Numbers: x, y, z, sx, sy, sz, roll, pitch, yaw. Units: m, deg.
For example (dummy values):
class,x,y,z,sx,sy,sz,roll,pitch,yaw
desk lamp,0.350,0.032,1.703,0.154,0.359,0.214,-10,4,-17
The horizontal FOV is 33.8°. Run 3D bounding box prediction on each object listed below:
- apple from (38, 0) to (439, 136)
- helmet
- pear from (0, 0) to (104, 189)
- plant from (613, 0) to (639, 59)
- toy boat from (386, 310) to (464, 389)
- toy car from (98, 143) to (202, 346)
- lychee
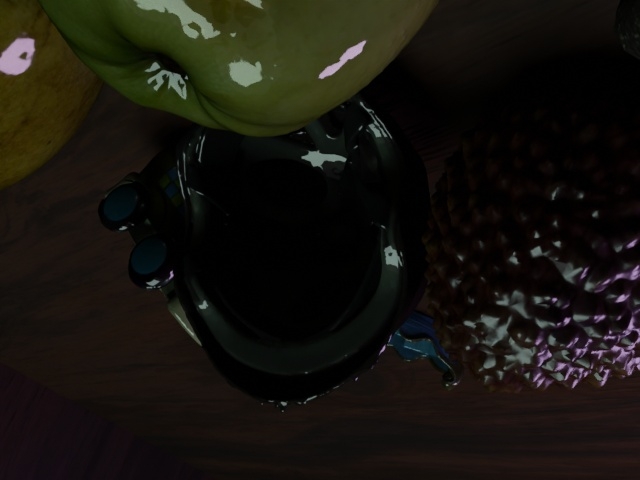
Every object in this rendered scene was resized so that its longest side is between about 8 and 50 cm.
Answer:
class,x,y,z,sx,sy,sz,roll,pitch,yaw
apple,-0.048,-0.199,0.632,0.279,0.279,0.279,19,155,9
helmet,0.000,0.000,0.954,0.225,0.305,0.177,-10,168,24
pear,-0.287,-0.191,0.781,0.304,0.304,0.304,19,155,9
plant,0.246,-0.158,0.648,0.092,0.094,0.143,41,165,-4
toy boat,0.100,0.132,1.364,0.186,0.077,0.075,19,154,9
toy car,-0.097,-0.008,1.136,0.248,0.198,0.204,53,-178,37
lychee,0.188,0.008,0.824,0.271,0.271,0.271,19,155,9
